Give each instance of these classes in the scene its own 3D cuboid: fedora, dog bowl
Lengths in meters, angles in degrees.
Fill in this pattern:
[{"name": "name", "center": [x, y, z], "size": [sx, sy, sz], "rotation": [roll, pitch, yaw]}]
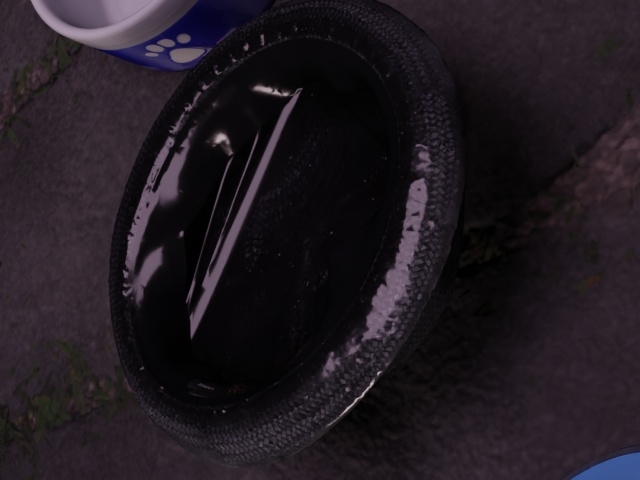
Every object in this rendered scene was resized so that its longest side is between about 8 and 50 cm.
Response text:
[{"name": "fedora", "center": [0.000, 0.000, 0.948], "size": [0.334, 0.152, 0.334], "rotation": [-12, 70, 37]}, {"name": "dog bowl", "center": [-0.141, -0.288, 1.181], "size": [0.265, 0.104, 0.264], "rotation": [-12, 70, 37]}]

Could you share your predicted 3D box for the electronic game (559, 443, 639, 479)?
[{"name": "electronic game", "center": [0.154, 0.213, 0.725], "size": [0.229, 0.048, 0.229], "rotation": [-42, 26, 26]}]
